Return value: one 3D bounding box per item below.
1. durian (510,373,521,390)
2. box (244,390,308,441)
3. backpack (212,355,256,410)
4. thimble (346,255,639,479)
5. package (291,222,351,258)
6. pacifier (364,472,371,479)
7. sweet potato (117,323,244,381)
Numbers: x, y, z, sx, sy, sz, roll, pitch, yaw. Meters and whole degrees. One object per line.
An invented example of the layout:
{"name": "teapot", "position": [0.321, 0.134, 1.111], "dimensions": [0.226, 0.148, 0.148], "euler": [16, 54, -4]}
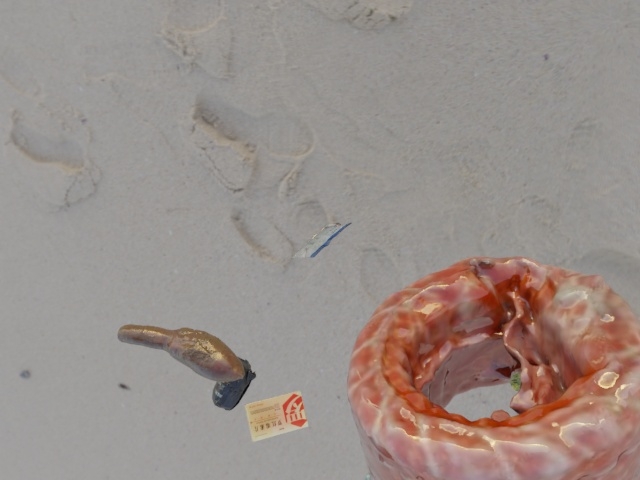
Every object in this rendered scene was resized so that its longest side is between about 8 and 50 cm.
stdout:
{"name": "durian", "position": [0.447, 0.212, 1.145], "dimensions": [0.198, 0.146, 0.159], "euler": [-16, 117, -12]}
{"name": "box", "position": [-0.068, 0.274, 0.946], "dimensions": [0.015, 0.093, 0.058], "euler": [143, 116, -63]}
{"name": "backpack", "position": [-0.290, 0.462, 1.956], "dimensions": [0.106, 0.120, 0.165], "euler": [34, 87, -24]}
{"name": "thimble", "position": [0.146, 0.132, 0.506], "dimensions": [0.239, 0.239, 0.162], "euler": [0, 129, 26]}
{"name": "package", "position": [0.000, 0.000, 1.876], "dimensions": [0.027, 0.171, 0.173], "euler": [56, 157, -15]}
{"name": "pacifier", "position": [0.193, 0.718, 1.763], "dimensions": [0.116, 0.127, 0.150], "euler": [36, 123, -24]}
{"name": "sweet potato", "position": [-0.358, 0.278, 1.587], "dimensions": [0.385, 0.109, 0.109], "euler": [16, 114, 23]}
